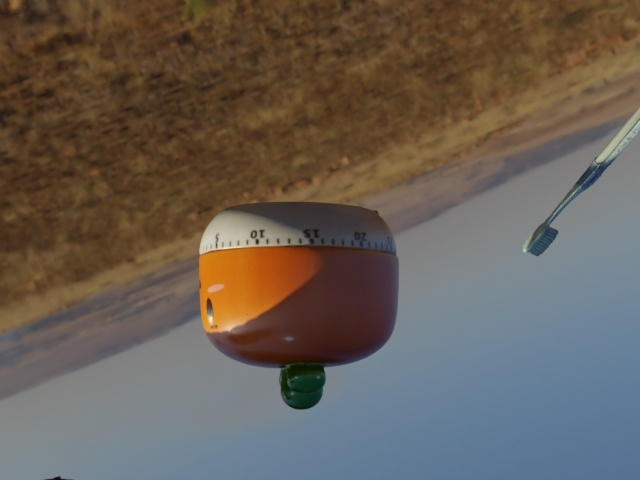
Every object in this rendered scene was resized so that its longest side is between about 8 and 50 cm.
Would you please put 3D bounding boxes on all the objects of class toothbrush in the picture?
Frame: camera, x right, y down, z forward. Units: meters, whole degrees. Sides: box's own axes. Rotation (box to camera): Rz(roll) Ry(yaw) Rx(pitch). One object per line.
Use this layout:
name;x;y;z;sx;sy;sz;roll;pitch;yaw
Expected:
toothbrush;0.251;-0.064;0.965;0.219;0.019;0.016;-56;-161;31

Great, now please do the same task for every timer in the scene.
timer;-0.013;0.040;0.659;0.136;0.136;0.099;-21;-174;-21

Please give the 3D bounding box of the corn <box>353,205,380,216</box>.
corn;0.000;0.000;1.314;0.080;0.080;0.238;-21;-170;-32

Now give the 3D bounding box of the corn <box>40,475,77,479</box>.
corn;-0.098;0.182;0.498;0.098;0.098;0.290;-21;-168;-26
